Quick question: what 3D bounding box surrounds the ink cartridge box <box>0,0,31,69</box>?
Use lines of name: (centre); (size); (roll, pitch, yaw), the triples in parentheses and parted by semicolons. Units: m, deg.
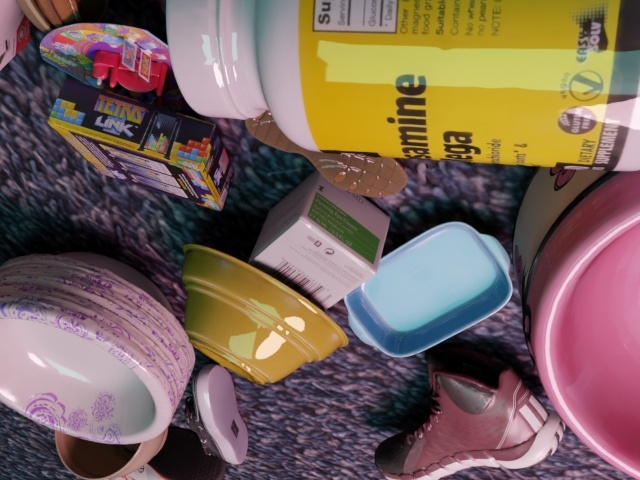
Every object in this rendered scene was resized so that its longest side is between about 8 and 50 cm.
ink cartridge box: (-0.313, -0.192, 0.666); (0.056, 0.135, 0.099); (22, 137, -4)

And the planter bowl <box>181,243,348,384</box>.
planter bowl: (-0.084, 0.100, 0.844); (0.217, 0.090, 0.217); (27, 162, 9)

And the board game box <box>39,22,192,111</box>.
board game box: (-0.172, -0.139, 0.684); (0.133, 0.033, 0.169); (-2, 163, 31)

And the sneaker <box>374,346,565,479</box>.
sneaker: (0.151, 0.210, 0.951); (0.281, 0.106, 0.162); (-26, 104, 39)

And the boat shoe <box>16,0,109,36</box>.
boat shoe: (-0.181, -0.278, 0.553); (0.104, 0.110, 0.307); (10, 141, 2)

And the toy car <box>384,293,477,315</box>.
toy car: (0.112, 0.061, 0.839); (0.122, 0.040, 0.060); (-17, 126, 32)

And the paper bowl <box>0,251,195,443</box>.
paper bowl: (-0.301, 0.128, 0.970); (0.284, 0.148, 0.284); (9, 135, 9)

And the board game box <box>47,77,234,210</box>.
board game box: (-0.163, -0.086, 0.724); (0.141, 0.048, 0.170); (19, 170, 2)

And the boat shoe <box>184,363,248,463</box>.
boat shoe: (-0.164, 0.257, 1.109); (0.076, 0.080, 0.228); (4, 142, 13)

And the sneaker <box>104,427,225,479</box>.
sneaker: (-0.269, 0.384, 1.257); (0.270, 0.090, 0.145); (7, 136, 18)

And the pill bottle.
pill bottle: (0.072, -0.151, 0.537); (0.334, 0.188, 0.188); (5, 135, 15)

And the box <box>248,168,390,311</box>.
box: (0.000, 0.000, 0.783); (0.101, 0.087, 0.102); (36, 133, -17)

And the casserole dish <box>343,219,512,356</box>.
casserole dish: (0.113, 0.048, 0.797); (0.188, 0.037, 0.114); (-33, 102, 24)

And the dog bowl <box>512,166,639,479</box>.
dog bowl: (0.357, 0.056, 0.619); (0.408, 0.150, 0.408); (11, 125, 16)

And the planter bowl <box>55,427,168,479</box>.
planter bowl: (-0.297, 0.279, 1.130); (0.162, 0.162, 0.109); (-4, 159, 22)

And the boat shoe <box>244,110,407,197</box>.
boat shoe: (0.011, -0.100, 0.703); (0.178, 0.060, 0.064); (27, 134, -27)
